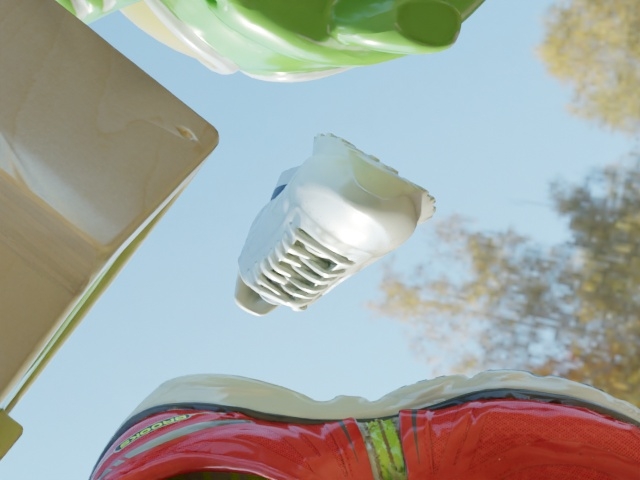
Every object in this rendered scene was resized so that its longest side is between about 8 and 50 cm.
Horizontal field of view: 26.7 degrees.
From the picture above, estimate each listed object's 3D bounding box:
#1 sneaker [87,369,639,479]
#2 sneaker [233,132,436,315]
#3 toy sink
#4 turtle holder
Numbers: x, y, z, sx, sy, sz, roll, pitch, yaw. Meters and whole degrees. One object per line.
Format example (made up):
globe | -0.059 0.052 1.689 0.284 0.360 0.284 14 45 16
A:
sneaker | 0.024 0.128 0.609 0.118 0.279 0.107 -57 -38 -68
sneaker | 0.000 0.000 0.857 0.090 0.235 0.095 37 -105 -4
toy sink | -0.157 0.034 0.443 0.234 0.131 0.153 -50 4 17
turtle holder | -0.033 -0.179 0.715 0.243 0.227 0.320 33 -110 -30
